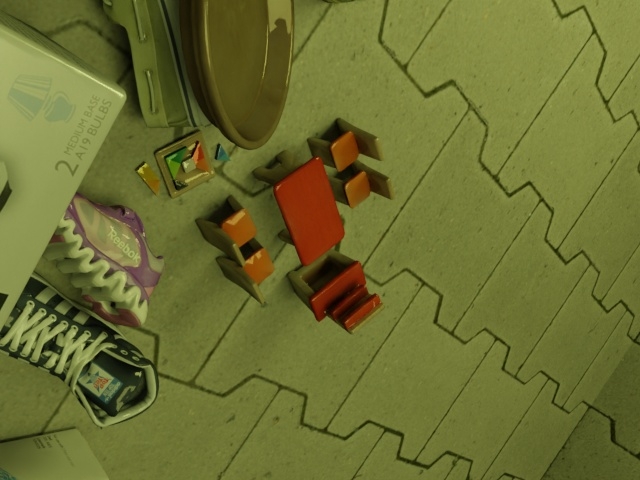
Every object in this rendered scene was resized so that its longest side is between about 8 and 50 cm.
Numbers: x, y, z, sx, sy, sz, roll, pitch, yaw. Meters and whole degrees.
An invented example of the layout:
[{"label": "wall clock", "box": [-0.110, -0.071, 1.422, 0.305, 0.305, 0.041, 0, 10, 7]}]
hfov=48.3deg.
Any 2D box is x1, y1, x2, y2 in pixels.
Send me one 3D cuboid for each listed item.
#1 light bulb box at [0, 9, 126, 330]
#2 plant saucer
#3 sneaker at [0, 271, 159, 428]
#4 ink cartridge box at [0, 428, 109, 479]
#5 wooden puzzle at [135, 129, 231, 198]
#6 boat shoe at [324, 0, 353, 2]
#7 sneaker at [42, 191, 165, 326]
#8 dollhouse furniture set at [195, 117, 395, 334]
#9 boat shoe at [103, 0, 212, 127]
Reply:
[{"label": "light bulb box", "box": [-0.415, -0.067, 0.536, 0.361, 0.225, 0.357, 24, 97, -48]}, {"label": "plant saucer", "box": [-0.084, -0.238, 0.769, 0.278, 0.041, 0.277, 5, 90, -76]}, {"label": "sneaker", "box": [-0.299, 0.119, 0.803, 0.099, 0.153, 0.282, -54, 137, -3]}, {"label": "ink cartridge box", "box": [-0.420, 0.366, 0.869, 0.278, 0.117, 0.201, -1, 114, -42]}, {"label": "wooden puzzle", "box": [-0.168, -0.094, 0.896, 0.116, 0.014, 0.078, -38, 134, -20]}, {"label": "boat shoe", "box": [0.120, -0.385, 0.924, 0.285, 0.089, 0.104, -40, 134, -17]}, {"label": "sneaker", "box": [-0.260, -0.011, 0.814, 0.236, 0.095, 0.104, 58, 48, -33]}, {"label": "dollhouse furniture set", "box": [0.000, 0.000, 1.013, 0.262, 0.135, 0.259, -38, 134, -19]}, {"label": "boat shoe", "box": [-0.175, -0.246, 0.732, 0.094, 0.109, 0.302, -14, 124, -4]}]
